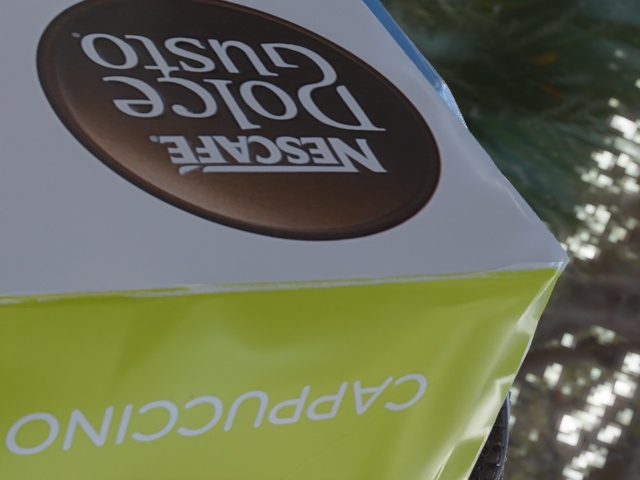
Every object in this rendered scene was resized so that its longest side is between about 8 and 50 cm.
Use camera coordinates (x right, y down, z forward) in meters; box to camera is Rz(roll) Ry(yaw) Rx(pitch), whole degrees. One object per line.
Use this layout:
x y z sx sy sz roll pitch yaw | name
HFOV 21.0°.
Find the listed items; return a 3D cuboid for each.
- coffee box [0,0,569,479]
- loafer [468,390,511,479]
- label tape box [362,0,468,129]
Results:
-0.173 0.040 0.651 0.334 0.338 0.338 57 -42 42 | coffee box
0.108 0.235 1.667 0.130 0.134 0.365 -56 158 -63 | loafer
0.000 0.000 1.244 0.249 0.347 0.115 -36 -116 1 | label tape box
